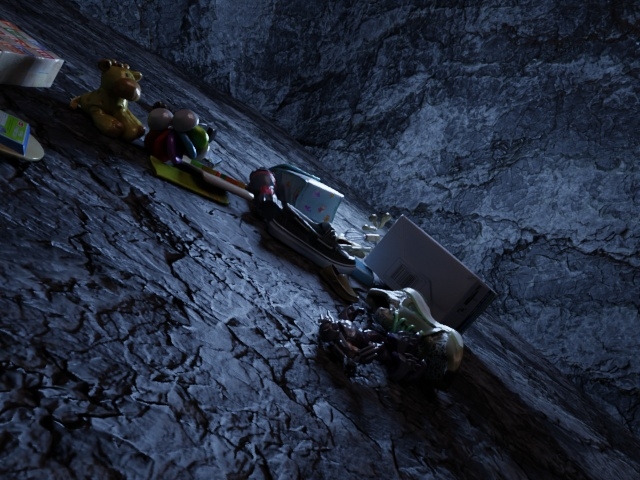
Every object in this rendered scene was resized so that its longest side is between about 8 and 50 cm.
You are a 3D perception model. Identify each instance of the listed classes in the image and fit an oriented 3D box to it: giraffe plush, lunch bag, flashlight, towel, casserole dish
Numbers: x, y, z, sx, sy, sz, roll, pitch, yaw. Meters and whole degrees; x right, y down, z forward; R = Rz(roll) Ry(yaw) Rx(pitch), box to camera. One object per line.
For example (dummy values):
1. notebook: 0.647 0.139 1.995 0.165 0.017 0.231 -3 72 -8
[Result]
1. giraffe plush: -0.560 -0.396 1.408 0.210 0.170 0.181 35 14 -8
2. lunch bag: -0.081 -0.181 1.929 0.223 0.160 0.262 18 11 -45
3. flashlight: -0.185 -0.157 1.709 0.103 0.103 0.304 6 23 -12
4. towel: -0.367 -0.166 1.443 0.237 0.021 0.102 24 18 -43
5. casserole dish: 0.117 0.089 1.767 0.188 0.037 0.114 34 13 -6

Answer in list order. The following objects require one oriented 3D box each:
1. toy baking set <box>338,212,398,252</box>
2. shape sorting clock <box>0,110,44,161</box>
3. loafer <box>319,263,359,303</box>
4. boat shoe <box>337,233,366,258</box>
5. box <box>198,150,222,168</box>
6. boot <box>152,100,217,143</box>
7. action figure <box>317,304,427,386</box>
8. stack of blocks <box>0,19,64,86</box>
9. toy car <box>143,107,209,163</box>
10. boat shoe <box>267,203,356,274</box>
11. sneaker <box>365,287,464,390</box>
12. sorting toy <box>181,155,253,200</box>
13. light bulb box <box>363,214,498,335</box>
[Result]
1. toy baking set: 0.190 -0.020 1.878 0.196 0.256 0.030 33 30 -41
2. shape sorting clock: -0.608 -0.208 0.933 0.206 0.040 0.206 34 10 -7
3. loafer: 0.059 0.122 1.477 0.148 0.050 0.056 42 14 21
4. boat shoe: 0.113 0.029 1.948 0.135 0.050 0.045 34 25 -2
5. box: -0.394 -0.286 1.762 0.094 0.027 0.137 34 14 -9
6. boot: -0.517 -0.439 1.886 0.229 0.091 0.263 31 9 0
7. action figure: 0.108 0.228 1.159 0.285 0.099 0.185 26 24 -27
8. stack of blocks: -0.785 -0.458 1.230 0.171 0.087 0.297 35 14 -7
9. toy car: -0.413 -0.279 1.454 0.182 0.159 0.136 6 53 12
10. boat shoe: 0.000 0.000 1.592 0.335 0.119 0.121 28 16 -31
11. sneaker: 0.223 0.245 1.356 0.182 0.158 0.410 17 15 -20
12. sorting toy: -0.321 -0.200 1.570 0.193 0.038 0.208 23 8 -45
13. light bulb box: 0.405 0.138 1.850 0.358 0.225 0.361 45 9 32
